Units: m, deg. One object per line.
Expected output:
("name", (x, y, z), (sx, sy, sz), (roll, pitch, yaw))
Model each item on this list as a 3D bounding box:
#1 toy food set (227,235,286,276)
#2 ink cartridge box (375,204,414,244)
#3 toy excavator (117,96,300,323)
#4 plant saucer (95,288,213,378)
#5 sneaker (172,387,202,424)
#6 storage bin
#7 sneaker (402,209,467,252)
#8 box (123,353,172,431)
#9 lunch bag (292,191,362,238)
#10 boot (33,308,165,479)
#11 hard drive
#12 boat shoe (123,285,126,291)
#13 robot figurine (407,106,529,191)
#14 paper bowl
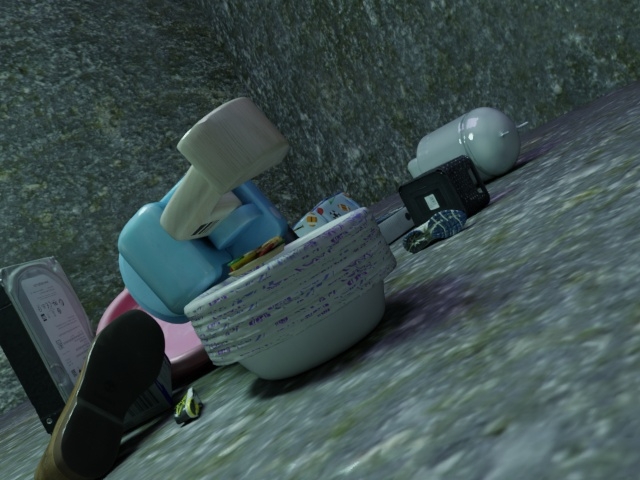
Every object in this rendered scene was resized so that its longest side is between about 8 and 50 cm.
("toy food set", (-0.079, 0.020, 0.800), (0.083, 0.020, 0.082), (-29, 3, -7))
("ink cartridge box", (0.143, -0.015, 1.676), (0.165, 0.065, 0.333), (-26, 3, 45))
("toy excavator", (-0.176, -0.021, 0.966), (0.433, 0.222, 0.445), (-42, -1, 16))
("plant saucer", (-0.281, 0.161, 1.297), (0.332, 0.084, 0.332), (-13, 35, 9))
("sneaker", (-0.188, 0.231, 0.897), (0.035, 0.031, 0.083), (-29, 3, -4))
("storage bin", (0.271, -0.101, 1.425), (0.084, 0.122, 0.180), (-29, 4, -27))
("sneaker", (0.226, -0.024, 1.265), (0.135, 0.052, 0.058), (-26, 0, 22))
("box", (-0.317, 0.241, 1.065), (0.126, 0.072, 0.137), (-28, 27, 0))
("lunch bag", (0.000, 0.000, 1.789), (0.303, 0.115, 0.243), (-31, -23, -56))
("boot", (-0.323, 0.222, 0.936), (0.115, 0.112, 0.305), (-37, 22, 30))
("hard drive", (-0.490, 0.198, 1.196), (0.064, 0.339, 0.237), (-26, 3, 4))
("boat shoe", (-0.434, 0.197, 1.465), (0.116, 0.123, 0.324), (170, 117, -71))
("robot figurine", (0.418, -0.251, 1.833), (0.353, 0.200, 0.300), (-25, 15, 46))
("paper bowl", (-0.028, 0.082, 0.870), (0.284, 0.148, 0.284), (-28, 4, 2))
